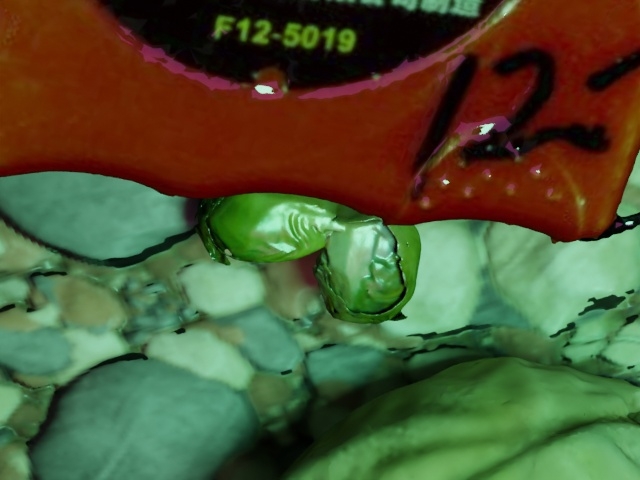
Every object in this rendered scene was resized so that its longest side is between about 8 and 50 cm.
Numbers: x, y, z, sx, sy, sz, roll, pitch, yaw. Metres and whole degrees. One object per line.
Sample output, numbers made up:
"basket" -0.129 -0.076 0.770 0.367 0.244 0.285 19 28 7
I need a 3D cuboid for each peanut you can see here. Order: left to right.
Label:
"peanut" 0.002 0.157 0.771 0.313 0.149 0.149 -36 126 25

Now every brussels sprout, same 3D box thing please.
"brussels sprout" 0.000 -0.001 0.699 0.083 0.046 0.051 24 114 -26

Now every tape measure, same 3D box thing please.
"tape measure" -0.002 -0.123 0.560 0.253 0.114 0.260 5 124 -14
